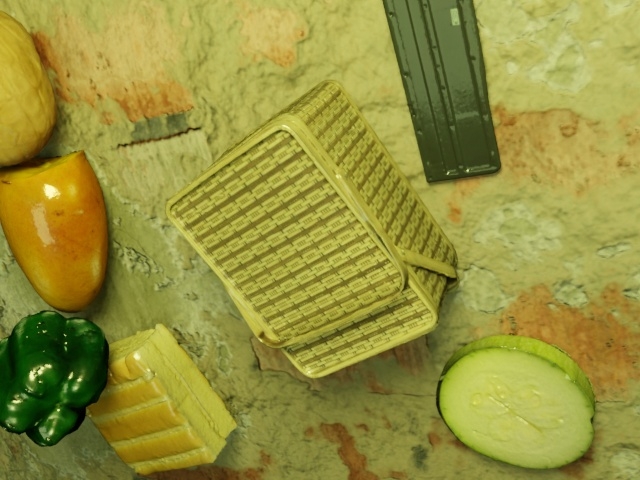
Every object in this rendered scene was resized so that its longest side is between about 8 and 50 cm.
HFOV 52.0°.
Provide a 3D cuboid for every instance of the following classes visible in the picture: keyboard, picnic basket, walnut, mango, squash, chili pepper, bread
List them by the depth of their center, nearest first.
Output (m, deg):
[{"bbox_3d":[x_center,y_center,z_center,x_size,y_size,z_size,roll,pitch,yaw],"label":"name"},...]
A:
[{"bbox_3d":[0.115,-0.239,0.711,0.103,0.041,0.381,-6,123,24],"label":"keyboard"},{"bbox_3d":[0.000,0.000,0.811,0.228,0.175,0.313,-28,106,32],"label":"picnic basket"},{"bbox_3d":[-0.457,-0.202,0.878,0.195,0.195,0.221,-6,124,25],"label":"walnut"},{"bbox_3d":[0.272,0.227,0.925,0.219,0.041,0.219,12,122,21],"label":"squash"},{"bbox_3d":[-0.401,0.002,1.003,0.187,0.138,0.257,4,115,34],"label":"mango"},{"bbox_3d":[-0.425,0.196,1.025,0.165,0.261,0.174,17,105,-29],"label":"chili pepper"},{"bbox_3d":[-0.306,0.283,1.148,0.246,0.111,0.239,-24,105,35],"label":"bread"}]
